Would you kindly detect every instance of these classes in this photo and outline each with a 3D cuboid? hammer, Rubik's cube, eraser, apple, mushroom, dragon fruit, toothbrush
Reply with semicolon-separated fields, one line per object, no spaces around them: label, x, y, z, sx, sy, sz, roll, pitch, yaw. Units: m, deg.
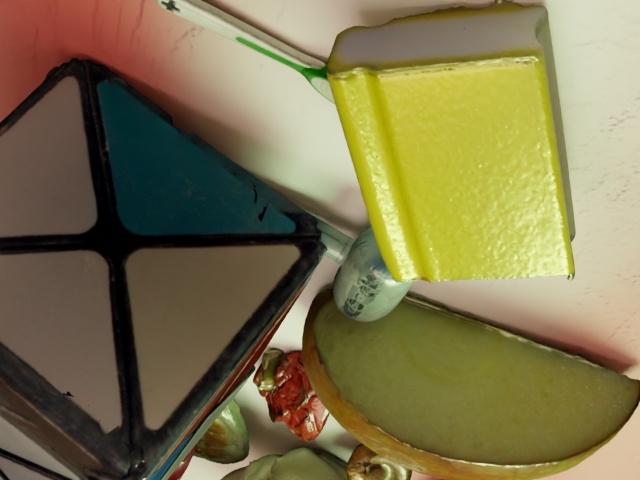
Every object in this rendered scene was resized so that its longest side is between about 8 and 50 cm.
hammer;0.000;0.000;1.032;0.194;0.069;0.116;30;148;1
Rubik's cube;-0.222;0.068;0.993;0.310;0.307;0.305;35;149;3
eraser;0.106;-0.067;0.821;0.158;0.069;0.226;-1;132;20
apple;0.139;0.158;1.120;0.346;0.254;0.179;18;106;4
mushroom;0.070;0.296;1.400;0.088;0.072;0.129;-9;153;21
dragon fruit;-0.036;0.194;1.312;0.106;0.083;0.162;23;149;2
toothbrush;0.004;-0.127;0.868;0.304;0.030;0.030;27;147;-8

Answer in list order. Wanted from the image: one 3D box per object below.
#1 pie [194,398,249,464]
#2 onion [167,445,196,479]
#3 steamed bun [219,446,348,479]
pie;-0.195;0.241;1.491;0.241;0.054;0.240;17;147;11
onion;-0.265;0.169;1.269;0.314;0.232;0.314;43;171;8
steamed bun;-0.020;0.391;1.466;0.268;0.207;0.280;35;164;-13
